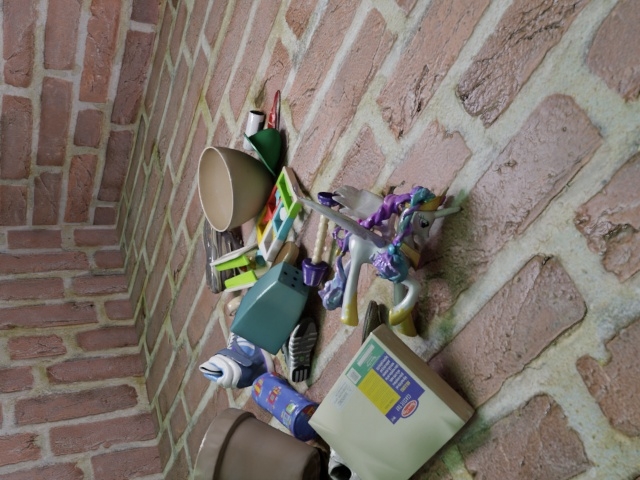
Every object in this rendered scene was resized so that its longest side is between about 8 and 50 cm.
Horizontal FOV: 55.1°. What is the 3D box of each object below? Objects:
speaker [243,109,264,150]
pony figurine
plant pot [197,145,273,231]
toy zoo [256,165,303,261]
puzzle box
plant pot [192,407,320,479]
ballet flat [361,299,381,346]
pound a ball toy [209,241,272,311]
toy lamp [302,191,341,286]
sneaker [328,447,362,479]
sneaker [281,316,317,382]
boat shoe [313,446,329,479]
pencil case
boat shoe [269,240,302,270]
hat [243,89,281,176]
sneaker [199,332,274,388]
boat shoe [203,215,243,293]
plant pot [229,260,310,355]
[{"bbox_3d":[-0.236,-0.389,2.164,0.055,0.055,0.136,49,131,48],"label":"speaker"},{"bbox_3d":[0.115,0.010,1.406,0.351,0.303,0.363,21,109,24],"label":"pony figurine"},{"bbox_3d":[-0.276,-0.186,2.091,0.284,0.191,0.284,25,120,52],"label":"plant pot"},{"bbox_3d":[-0.143,-0.067,1.969,0.293,0.030,0.192,-61,31,29],"label":"toy zoo"},{"bbox_3d":[0.147,0.412,1.426,0.272,0.052,0.409,44,133,17],"label":"puzzle box"},{"bbox_3d":[-0.161,0.652,1.717,0.280,0.323,0.323,5,97,19],"label":"plant pot"},{"bbox_3d":[0.132,0.277,1.560,0.084,0.058,0.250,-21,-62,-84],"label":"ballet flat"},{"bbox_3d":[-0.261,0.130,2.193,0.319,0.136,0.208,-19,100,59],"label":"pound a ball toy"},{"bbox_3d":[0.000,0.000,1.750,0.080,0.080,0.274,39,122,53],"label":"toy lamp"},{"bbox_3d":[0.060,0.569,1.625,0.262,0.121,0.099,43,127,51],"label":"sneaker"},{"bbox_3d":[-0.081,0.314,1.899,0.132,0.086,0.228,44,129,54],"label":"sneaker"},{"bbox_3d":[-0.008,0.714,1.799,0.073,0.073,0.207,-37,60,57],"label":"boat shoe"},{"bbox_3d":[-0.101,0.511,1.907,0.119,0.133,0.306,-56,30,-10],"label":"pencil case"},{"bbox_3d":[-0.121,0.117,1.975,0.104,0.089,0.285,-85,19,-49],"label":"boat shoe"},{"bbox_3d":[-0.136,-0.343,2.020,0.208,0.183,0.173,53,-179,-29],"label":"hat"},{"bbox_3d":[-0.324,0.395,2.171,0.323,0.236,0.130,50,133,47],"label":"sneaker"},{"bbox_3d":[-0.371,0.024,2.350,0.132,0.130,0.355,-170,79,-64],"label":"boat shoe"},{"bbox_3d":[-0.135,0.191,1.864,0.234,0.165,0.165,-53,12,32],"label":"plant pot"}]
